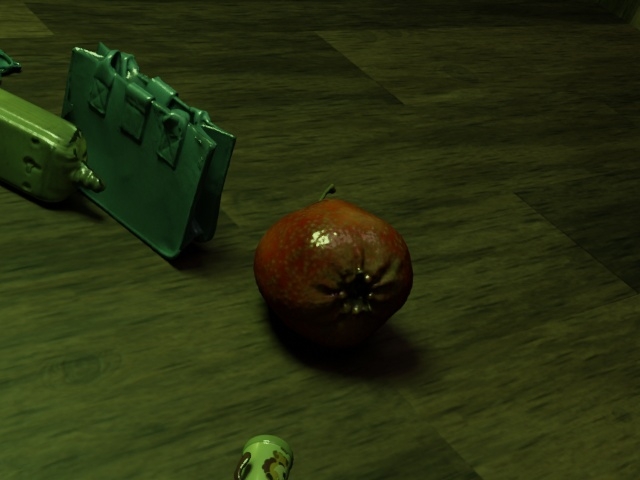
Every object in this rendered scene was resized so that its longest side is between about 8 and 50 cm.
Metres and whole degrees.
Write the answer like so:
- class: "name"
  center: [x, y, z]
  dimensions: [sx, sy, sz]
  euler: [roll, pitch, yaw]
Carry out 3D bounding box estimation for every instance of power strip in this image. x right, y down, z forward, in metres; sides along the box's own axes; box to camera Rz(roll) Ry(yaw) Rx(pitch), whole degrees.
- class: "power strip"
  center: [-0.410, -0.146, 1.242]
  dimensions: [0.387, 0.092, 0.066]
  euler: [27, 34, 10]

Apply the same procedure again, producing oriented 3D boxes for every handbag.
- class: "handbag"
  center: [-0.200, -0.107, 1.224]
  dimensions: [0.229, 0.179, 0.062]
  euler: [35, 34, 25]

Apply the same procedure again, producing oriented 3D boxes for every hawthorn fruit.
- class: "hawthorn fruit"
  center: [0.000, 0.000, 1.215]
  dimensions: [0.165, 0.165, 0.285]
  euler: [10, 27, -18]

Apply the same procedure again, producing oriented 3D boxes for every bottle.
- class: "bottle"
  center: [-0.050, 0.217, 0.939]
  dimensions: [0.063, 0.047, 0.101]
  euler: [27, 31, -9]

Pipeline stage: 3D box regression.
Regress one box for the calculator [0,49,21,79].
- class: "calculator"
  center: [-0.459, -0.230, 1.413]
  dimensions: [0.094, 0.019, 0.141]
  euler: [39, 34, 26]
